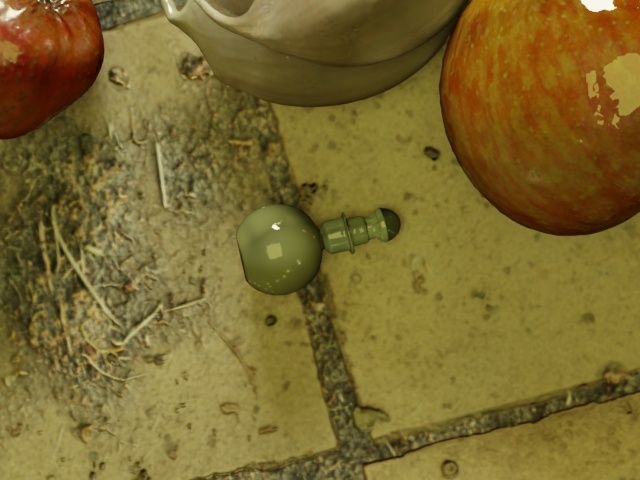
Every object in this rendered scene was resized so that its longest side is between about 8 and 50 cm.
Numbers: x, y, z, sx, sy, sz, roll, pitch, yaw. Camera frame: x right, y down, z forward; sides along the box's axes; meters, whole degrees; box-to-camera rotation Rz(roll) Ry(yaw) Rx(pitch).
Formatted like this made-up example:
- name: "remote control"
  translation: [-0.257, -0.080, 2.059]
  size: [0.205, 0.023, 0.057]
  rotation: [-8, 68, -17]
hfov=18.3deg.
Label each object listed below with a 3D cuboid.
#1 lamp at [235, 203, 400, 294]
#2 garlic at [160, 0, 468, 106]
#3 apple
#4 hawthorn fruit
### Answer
- name: "lamp"
  translation: [0.000, 0.000, 1.965]
  size: [0.163, 0.091, 0.091]
  rotation: [-12, 95, -4]
- name: "garlic"
  translation: [0.003, -0.247, 1.854]
  size: [0.340, 0.231, 0.245]
  rotation: [-21, 95, 7]
- name: "apple"
  translation: [0.254, -0.155, 1.792]
  size: [0.309, 0.277, 0.250]
  rotation: [-36, 86, 1]
- name: "hawthorn fruit"
  translation: [-0.317, -0.179, 1.958]
  size: [0.179, 0.179, 0.200]
  rotation: [41, 119, 4]
